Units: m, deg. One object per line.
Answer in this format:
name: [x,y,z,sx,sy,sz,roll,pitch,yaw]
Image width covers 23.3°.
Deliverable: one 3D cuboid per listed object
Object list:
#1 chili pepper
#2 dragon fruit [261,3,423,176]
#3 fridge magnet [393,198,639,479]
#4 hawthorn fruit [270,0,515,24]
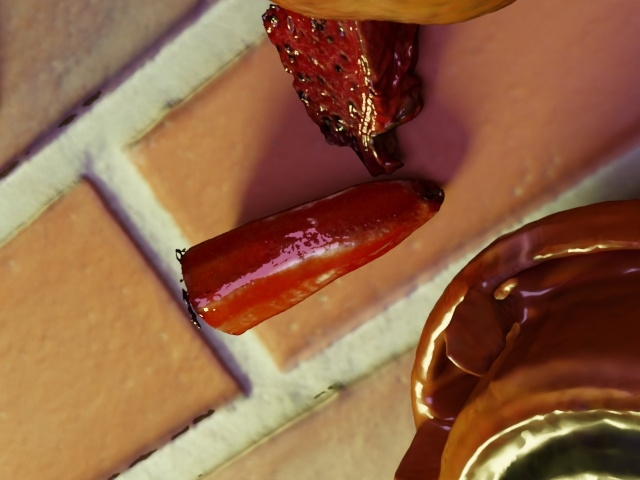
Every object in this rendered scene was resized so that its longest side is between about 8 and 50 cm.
chili pepper: [0.002,0.002,0.969,0.169,0.088,0.065,-24,85,20]
dragon fruit: [0.033,-0.107,0.928,0.097,0.063,0.131,-6,116,56]
fridge magnet: [0.211,0.139,0.852,0.363,0.155,0.364,19,135,20]
hawthorn fruit: [0.018,-0.234,0.725,0.276,0.307,0.276,2,98,17]
